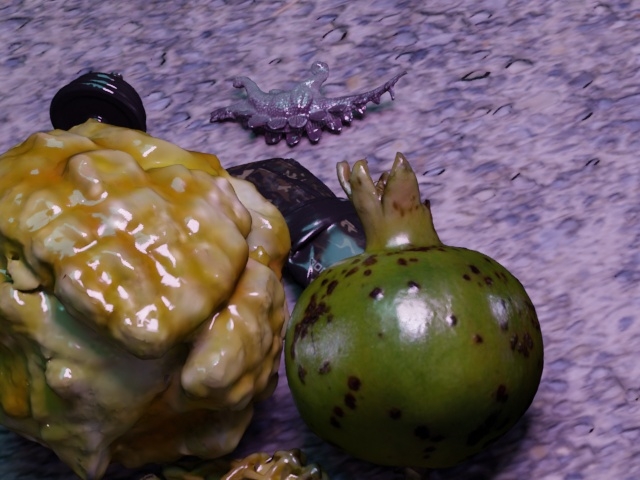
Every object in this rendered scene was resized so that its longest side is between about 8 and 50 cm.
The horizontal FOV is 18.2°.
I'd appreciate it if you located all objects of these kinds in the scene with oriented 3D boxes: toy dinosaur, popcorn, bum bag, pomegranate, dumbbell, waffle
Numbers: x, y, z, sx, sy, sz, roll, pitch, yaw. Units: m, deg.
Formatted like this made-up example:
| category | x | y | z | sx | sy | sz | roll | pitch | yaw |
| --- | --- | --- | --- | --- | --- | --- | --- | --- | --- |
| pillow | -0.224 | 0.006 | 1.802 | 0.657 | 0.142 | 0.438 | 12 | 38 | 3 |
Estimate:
| category | x | y | z | sx | sy | sz | roll | pitch | yaw |
| --- | --- | --- | --- | --- | --- | --- | --- | --- | --- |
| toy dinosaur | -0.012 | -0.131 | 1.918 | 0.209 | 0.039 | 0.082 | -11 | 47 | 17 |
| popcorn | -0.185 | 0.044 | 1.621 | 0.336 | 0.279 | 0.274 | 19 | 64 | 21 |
| bum bag | -0.001 | 0.000 | 1.768 | 0.248 | 0.069 | 0.102 | 32 | 44 | 34 |
| pomegranate | 0.072 | 0.061 | 1.576 | 0.211 | 0.263 | 0.211 | -4 | 1 | 0 |
| dumbbell | -0.221 | -0.085 | 1.880 | 0.099 | 0.099 | 0.208 | 3 | 47 | 15 |
| waffle | -0.072 | 0.237 | 1.572 | 0.184 | 0.036 | 0.169 | -9 | 46 | 7 |
